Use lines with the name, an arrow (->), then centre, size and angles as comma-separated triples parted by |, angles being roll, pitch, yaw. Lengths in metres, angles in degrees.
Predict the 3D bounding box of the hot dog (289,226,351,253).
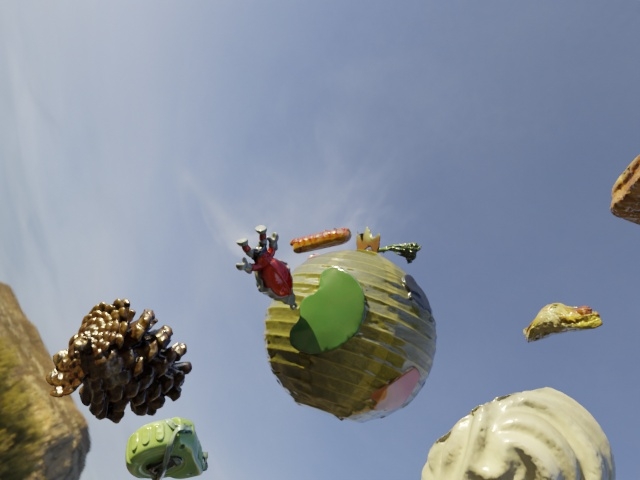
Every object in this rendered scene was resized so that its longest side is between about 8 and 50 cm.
hot dog -> -0.001, -0.002, 0.990 | 0.144, 0.062, 0.038 | -12, -81, 15

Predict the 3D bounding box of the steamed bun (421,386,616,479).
steamed bun -> 0.183, 0.224, 0.408 | 0.106, 0.182, 0.183 | -122, -144, -46

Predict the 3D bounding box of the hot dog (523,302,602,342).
hot dog -> 0.461, 0.154, 0.865 | 0.169, 0.078, 0.061 | -38, -112, 53

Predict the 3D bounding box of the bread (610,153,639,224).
bread -> 0.583, -0.051, 0.638 | 0.270, 0.077, 0.139 | 20, -26, 16

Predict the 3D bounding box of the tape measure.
tape measure -> -0.363, 0.497, 1.042 | 0.106, 0.175, 0.200 | -111, -161, -45

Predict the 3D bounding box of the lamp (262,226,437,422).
lamp -> 0.047, 0.111, 0.643 | 0.250, 0.250, 0.285 | -15, -128, 49

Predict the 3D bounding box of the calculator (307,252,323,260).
calculator -> 0.099, 0.109, 1.461 | 0.194, 0.294, 0.043 | 25, -90, 41

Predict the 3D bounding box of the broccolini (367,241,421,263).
broccolini -> 0.174, 0.024, 1.147 | 0.194, 0.052, 0.054 | 0, -116, 52

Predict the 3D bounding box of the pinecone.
pinecone -> -0.319, 0.210, 0.742 | 0.185, 0.169, 0.212 | -33, -64, 10

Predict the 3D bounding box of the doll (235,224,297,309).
doll -> -0.058, 0.039, 0.515 | 0.039, 0.057, 0.114 | -13, -61, 24
